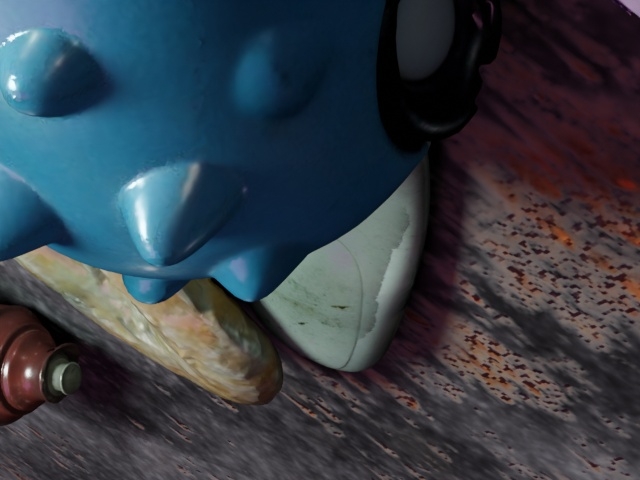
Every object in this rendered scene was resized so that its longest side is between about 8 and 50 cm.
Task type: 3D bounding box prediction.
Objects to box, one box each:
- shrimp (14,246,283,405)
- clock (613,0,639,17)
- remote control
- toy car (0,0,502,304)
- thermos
[{"bbox_3d":[-0.135,-0.021,0.776,0.317,0.077,0.168,45,164,-18],"label":"shrimp"},{"bbox_3d":[0.150,-0.075,0.393,0.152,0.050,0.110,38,154,-8],"label":"clock"},{"bbox_3d":[0.001,-0.002,0.702,0.097,0.045,0.256,27,151,14],"label":"remote control"},{"bbox_3d":[-0.069,-0.085,0.478,0.188,0.190,0.255,14,146,38],"label":"toy car"},{"bbox_3d":[-0.279,0.090,1.106,0.232,0.124,0.099,9,148,29],"label":"thermos"}]
